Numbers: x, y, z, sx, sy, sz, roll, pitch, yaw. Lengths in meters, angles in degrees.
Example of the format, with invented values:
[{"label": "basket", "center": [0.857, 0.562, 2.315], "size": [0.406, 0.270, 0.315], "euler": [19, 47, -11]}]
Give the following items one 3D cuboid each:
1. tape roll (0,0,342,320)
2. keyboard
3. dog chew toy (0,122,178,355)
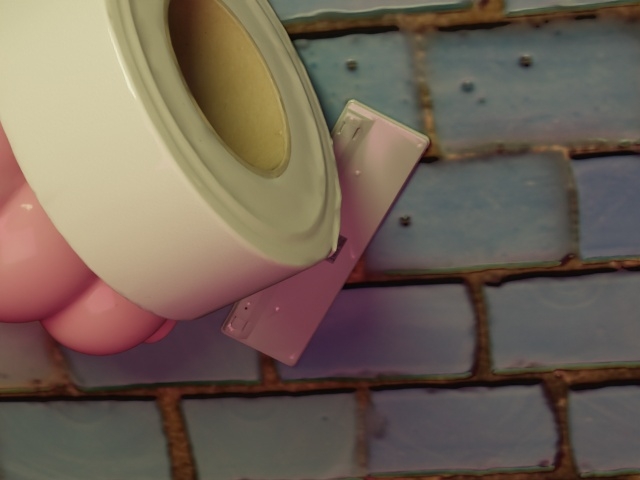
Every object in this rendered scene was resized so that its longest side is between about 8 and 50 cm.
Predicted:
[{"label": "tape roll", "center": [-0.100, -0.091, 1.079], "size": [0.100, 0.286, 0.286], "euler": [-25, 114, 22]}, {"label": "keyboard", "center": [0.000, 0.000, 1.279], "size": [0.072, 0.014, 0.256], "euler": [23, 122, -11]}, {"label": "dog chew toy", "center": [-0.237, -0.033, 1.197], "size": [0.206, 0.207, 0.332], "euler": [-35, 118, 26]}]
